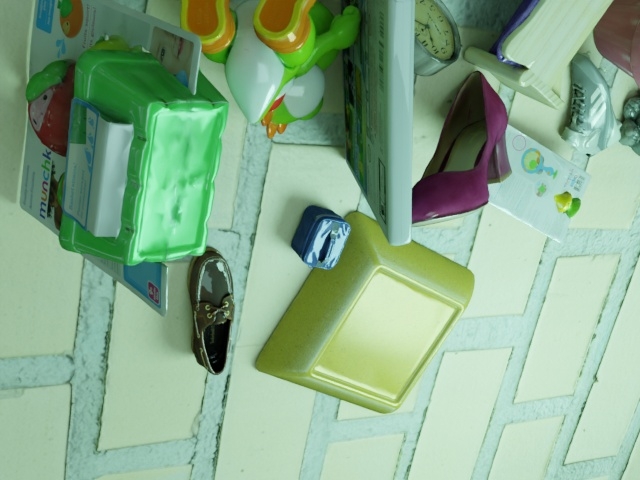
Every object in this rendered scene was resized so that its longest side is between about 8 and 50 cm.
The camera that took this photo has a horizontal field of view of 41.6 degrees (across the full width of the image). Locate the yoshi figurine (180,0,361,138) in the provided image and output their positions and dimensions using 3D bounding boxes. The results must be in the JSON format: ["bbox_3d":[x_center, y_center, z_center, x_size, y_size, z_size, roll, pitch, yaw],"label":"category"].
[{"bbox_3d":[-0.055,-0.272,1.094,0.203,0.203,0.362,-38,169,2],"label":"yoshi figurine"}]

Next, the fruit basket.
[{"bbox_3d":[-0.274,-0.123,0.998,0.165,0.353,0.327,-14,124,-49],"label":"fruit basket"}]

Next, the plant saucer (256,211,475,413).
[{"bbox_3d":[0.104,0.157,1.501,0.333,0.081,0.333,26,100,-34],"label":"plant saucer"}]

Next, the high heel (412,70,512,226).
[{"bbox_3d":[0.194,-0.142,1.279,0.377,0.127,0.181,-36,112,-60],"label":"high heel"}]

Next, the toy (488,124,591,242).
[{"bbox_3d":[0.357,-0.107,1.500,0.237,0.056,0.137,26,88,-17],"label":"toy"}]

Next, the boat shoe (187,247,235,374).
[{"bbox_3d":[-0.168,0.116,1.343,0.073,0.073,0.207,-10,117,-22],"label":"boat shoe"}]

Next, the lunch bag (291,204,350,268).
[{"bbox_3d":[0.000,0.000,1.374,0.067,0.065,0.098,11,108,-31],"label":"lunch bag"}]

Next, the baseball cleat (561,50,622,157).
[{"bbox_3d":[0.470,-0.231,1.497,0.109,0.072,0.206,-36,122,1],"label":"baseball cleat"}]

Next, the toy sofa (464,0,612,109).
[{"bbox_3d":[0.382,-0.405,1.311,0.177,0.150,0.362,28,100,-38],"label":"toy sofa"}]

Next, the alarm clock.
[{"bbox_3d":[0.137,-0.301,1.240,0.129,0.064,0.192,58,39,-6],"label":"alarm clock"}]

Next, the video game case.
[{"bbox_3d":[0.075,-0.205,1.166,0.036,0.300,0.329,-7,119,-8],"label":"video game case"}]

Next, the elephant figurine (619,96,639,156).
[{"bbox_3d":[0.668,-0.183,1.518,0.186,0.239,0.169,6,111,-30],"label":"elephant figurine"}]

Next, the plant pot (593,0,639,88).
[{"bbox_3d":[0.572,-0.346,1.422,0.201,0.180,0.201,-11,119,-22],"label":"plant pot"}]
